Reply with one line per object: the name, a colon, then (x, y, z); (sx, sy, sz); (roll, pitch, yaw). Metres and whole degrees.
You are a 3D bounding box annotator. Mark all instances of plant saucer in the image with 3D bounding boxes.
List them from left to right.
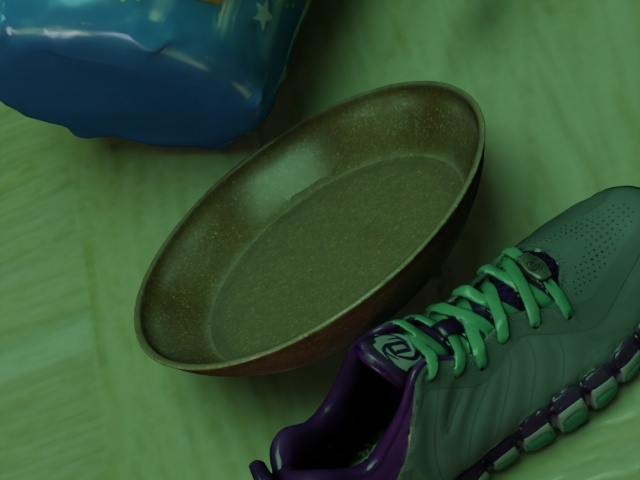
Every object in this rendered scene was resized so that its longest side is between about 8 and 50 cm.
plant saucer: (0.000, 0.000, 0.780); (0.198, 0.036, 0.198); (-27, 29, 17)

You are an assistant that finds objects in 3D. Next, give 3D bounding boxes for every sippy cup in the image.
sippy cup: (-0.091, -0.176, 0.862); (0.305, 0.240, 0.224); (-9, 66, 48)

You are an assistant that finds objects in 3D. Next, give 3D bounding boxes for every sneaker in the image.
sneaker: (0.070, 0.050, 0.710); (0.223, 0.098, 0.083); (-46, 52, -5)
